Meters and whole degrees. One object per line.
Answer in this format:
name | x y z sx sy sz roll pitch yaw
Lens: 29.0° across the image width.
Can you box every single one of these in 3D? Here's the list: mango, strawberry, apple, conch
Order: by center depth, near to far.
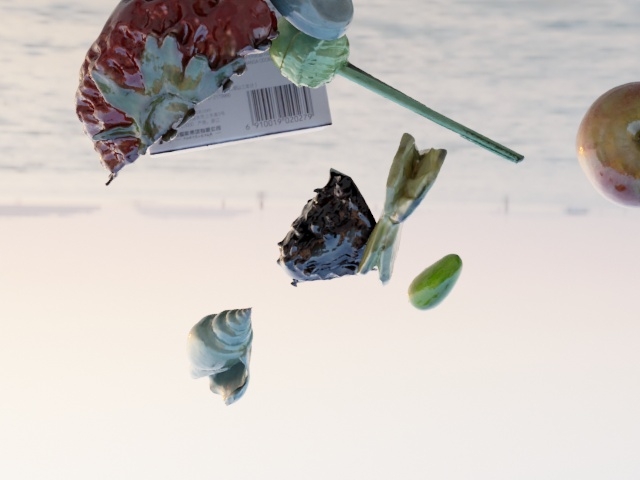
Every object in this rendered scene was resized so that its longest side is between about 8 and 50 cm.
conch | -0.094 0.115 1.266 0.065 0.088 0.180 -34 166 -35
strawberry | -0.163 -0.220 1.380 0.253 0.150 0.280 -33 -163 36
mango | 0.174 0.062 1.863 0.056 0.108 0.073 40 -161 1
apple | 0.495 -0.146 1.875 0.209 0.209 0.164 1 -177 9

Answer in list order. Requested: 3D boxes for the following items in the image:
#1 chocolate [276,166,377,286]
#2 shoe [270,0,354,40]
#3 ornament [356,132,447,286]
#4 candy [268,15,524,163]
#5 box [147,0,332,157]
chocolate | 0.000 0.000 1.674 0.133 0.156 0.156 -27 -171 -14
shoe | -0.038 -0.345 1.401 0.100 0.251 0.103 -41 180 43
ornament | 0.104 -0.057 1.561 0.059 0.201 0.180 21 -138 1
candy | 0.090 -0.172 1.464 0.335 0.092 0.093 28 -170 5
box | -0.127 -0.230 1.719 0.260 0.194 0.111 -9 -178 -4
